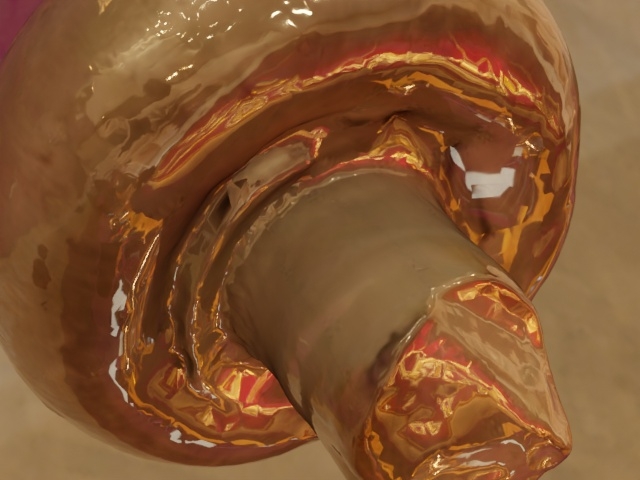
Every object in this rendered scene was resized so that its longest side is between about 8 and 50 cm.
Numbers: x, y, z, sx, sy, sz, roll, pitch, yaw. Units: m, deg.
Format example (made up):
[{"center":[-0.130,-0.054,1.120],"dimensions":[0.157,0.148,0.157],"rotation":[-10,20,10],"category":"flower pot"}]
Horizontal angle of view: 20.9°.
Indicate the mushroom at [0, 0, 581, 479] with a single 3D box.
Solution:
[{"center":[0.000,0.000,0.526],"dimensions":[0.204,0.204,0.204],"rotation":[28,32,-20],"category":"mushroom"}]
